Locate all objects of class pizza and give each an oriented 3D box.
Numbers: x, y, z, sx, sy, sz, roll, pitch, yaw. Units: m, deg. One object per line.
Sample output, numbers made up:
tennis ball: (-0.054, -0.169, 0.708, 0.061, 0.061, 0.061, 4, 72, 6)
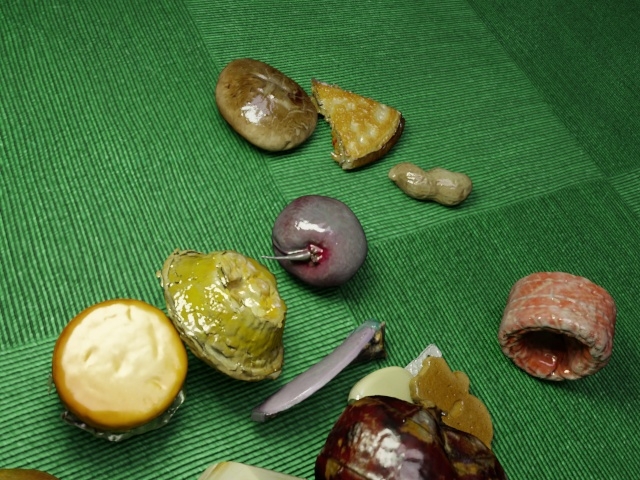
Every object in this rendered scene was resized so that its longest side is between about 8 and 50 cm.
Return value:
pizza: (0.072, -0.297, 1.645, 0.288, 0.074, 0.251, 22, 53, -1)

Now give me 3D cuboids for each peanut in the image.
peanut: (0.286, -0.148, 1.609, 0.228, 0.085, 0.104, 9, 46, -10)

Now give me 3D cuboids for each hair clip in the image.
hair clip: (0.015, 0.259, 1.233, 0.359, 0.095, 0.110, -23, 36, -38)

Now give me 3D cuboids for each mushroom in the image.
mushroom: (-0.135, -0.348, 1.569, 0.278, 0.146, 0.278, 13, 53, -18)

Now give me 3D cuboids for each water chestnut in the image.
water chestnut: (0.133, 0.449, 1.036, 0.335, 0.335, 0.347, 34, 71, 6)

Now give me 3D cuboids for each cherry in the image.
cherry: (0.000, 0.000, 1.354, 0.213, 0.183, 0.266, 41, 40, -6)

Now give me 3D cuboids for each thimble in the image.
thimble: (0.525, 0.189, 1.369, 0.239, 0.239, 0.162, 25, 50, 0)

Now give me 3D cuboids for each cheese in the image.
cheese: (0.171, 0.297, 1.292, 0.251, 0.054, 0.127, -35, 77, -34)

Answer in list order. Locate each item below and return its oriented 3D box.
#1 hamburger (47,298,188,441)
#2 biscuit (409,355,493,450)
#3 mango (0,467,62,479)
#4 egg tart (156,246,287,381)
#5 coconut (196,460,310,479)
hamburger: (-0.355, 0.230, 1.094, 0.246, 0.170, 0.246, 9, 66, -20)
biscuit: (0.276, 0.350, 1.280, 0.225, 0.036, 0.166, 47, 47, -2)
mango: (-0.476, 0.422, 0.961, 0.267, 0.111, 0.133, 20, 69, -6)
egg tart: (-0.158, 0.121, 1.179, 0.315, 0.120, 0.315, 41, 22, -20)
coconut: (-0.111, 0.486, 0.932, 0.323, 0.323, 0.323, 8, 55, -12)
